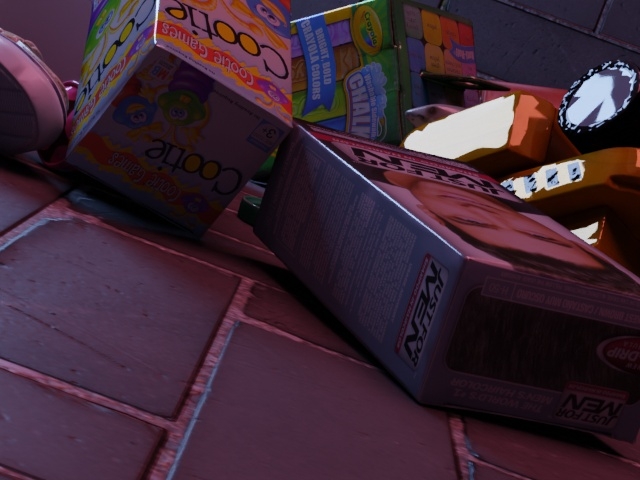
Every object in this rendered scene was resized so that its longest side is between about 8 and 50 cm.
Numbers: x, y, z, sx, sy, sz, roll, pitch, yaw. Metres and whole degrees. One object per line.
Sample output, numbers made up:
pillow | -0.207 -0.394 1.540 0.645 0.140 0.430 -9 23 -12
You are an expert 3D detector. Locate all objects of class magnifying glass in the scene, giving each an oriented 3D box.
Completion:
magnifying glass | 0.000 0.000 1.694 0.092 0.026 0.231 14 11 -37

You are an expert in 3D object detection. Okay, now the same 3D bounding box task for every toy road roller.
toy road roller | 0.223 -0.003 1.704 0.329 0.241 0.202 -15 -48 38

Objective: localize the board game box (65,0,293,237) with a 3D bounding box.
board game box | -0.120 -0.159 1.584 0.144 0.142 0.275 30 30 -21

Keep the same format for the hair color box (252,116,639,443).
hair color box | 0.099 0.020 1.389 0.185 0.114 0.374 12 14 -24

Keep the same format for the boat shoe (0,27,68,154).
boat shoe | -0.304 -0.160 1.628 0.094 0.109 0.302 -23 31 -31

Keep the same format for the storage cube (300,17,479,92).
storage cube | 0.060 -0.154 2.275 0.215 0.193 0.183 24 9 29

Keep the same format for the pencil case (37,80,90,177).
pencil case | -0.173 -0.095 1.677 0.209 0.095 0.098 12 42 -47

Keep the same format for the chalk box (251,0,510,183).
chalk box | 0.072 -0.170 2.043 0.289 0.179 0.180 -11 -11 33

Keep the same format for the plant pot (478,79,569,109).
plant pot | 0.308 -0.076 2.210 0.265 0.272 0.272 13 8 0

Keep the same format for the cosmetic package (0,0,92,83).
cosmetic package | -0.262 -0.230 1.915 0.385 0.217 0.156 18 8 -5

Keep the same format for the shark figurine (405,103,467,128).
shark figurine | 0.223 -0.073 1.915 0.166 0.116 0.278 -2 -38 31
